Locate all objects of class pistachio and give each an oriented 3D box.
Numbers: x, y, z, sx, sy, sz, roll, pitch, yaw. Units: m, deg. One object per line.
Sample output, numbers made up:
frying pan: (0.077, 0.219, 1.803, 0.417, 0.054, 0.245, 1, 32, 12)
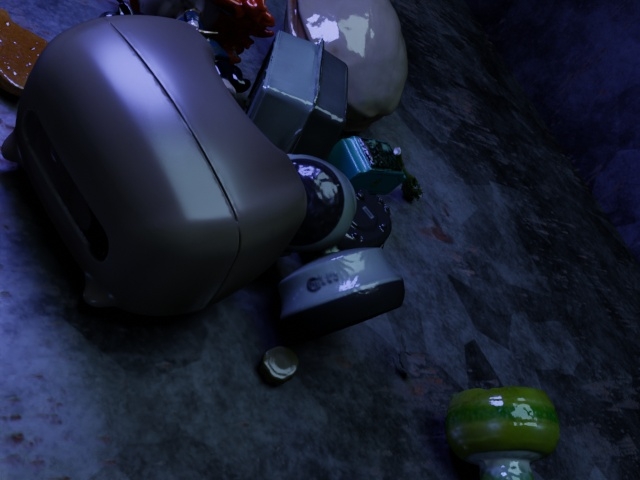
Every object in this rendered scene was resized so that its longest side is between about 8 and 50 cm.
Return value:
pistachio: (0.057, -0.465, 1.700, 0.365, 0.281, 0.445, 22, 53, -46)

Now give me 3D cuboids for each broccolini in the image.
broccolini: (0.188, -0.149, 1.598, 0.051, 0.054, 0.239, 15, -13, 23)

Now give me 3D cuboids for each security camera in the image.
security camera: (0.000, 0.000, 1.108, 0.191, 0.197, 0.277, 20, 50, -75)

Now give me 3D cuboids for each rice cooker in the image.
rice cooker: (0.048, -0.017, 1.324, 0.142, 0.118, 0.203, 51, 39, 6)

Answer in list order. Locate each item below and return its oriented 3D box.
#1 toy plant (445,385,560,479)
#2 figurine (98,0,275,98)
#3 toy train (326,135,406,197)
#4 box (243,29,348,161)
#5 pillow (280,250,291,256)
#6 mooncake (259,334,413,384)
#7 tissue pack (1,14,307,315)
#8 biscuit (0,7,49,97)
toy plant: (0.304, 0.405, 1.149, 0.224, 0.184, 0.315, 18, 58, -29)
figurine: (-0.256, -0.385, 1.314, 0.306, 0.241, 0.411, 16, 55, 1)
toy train: (0.073, -0.132, 1.446, 0.198, 0.154, 0.107, 1, 57, -49)
box: (-0.053, -0.251, 1.375, 0.166, 0.220, 0.290, 20, 39, -13)
pillow: (-0.136, -0.043, 1.184, 0.171, 0.075, 0.179, -1, 58, -56)
mooncake: (0.047, 0.189, 1.160, 0.347, 0.057, 0.150, 24, 51, -35)
tissue pack: (-0.230, -0.098, 0.958, 0.277, 0.267, 0.387, -23, 73, -41)
biscuit: (-0.501, -0.291, 1.072, 0.280, 0.043, 0.183, 8, 45, -38)
